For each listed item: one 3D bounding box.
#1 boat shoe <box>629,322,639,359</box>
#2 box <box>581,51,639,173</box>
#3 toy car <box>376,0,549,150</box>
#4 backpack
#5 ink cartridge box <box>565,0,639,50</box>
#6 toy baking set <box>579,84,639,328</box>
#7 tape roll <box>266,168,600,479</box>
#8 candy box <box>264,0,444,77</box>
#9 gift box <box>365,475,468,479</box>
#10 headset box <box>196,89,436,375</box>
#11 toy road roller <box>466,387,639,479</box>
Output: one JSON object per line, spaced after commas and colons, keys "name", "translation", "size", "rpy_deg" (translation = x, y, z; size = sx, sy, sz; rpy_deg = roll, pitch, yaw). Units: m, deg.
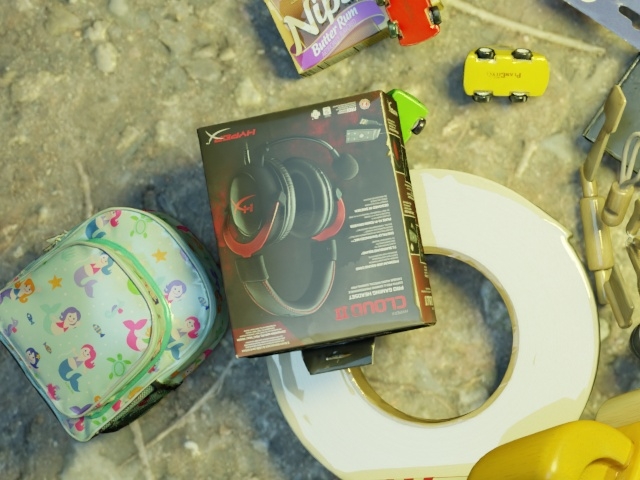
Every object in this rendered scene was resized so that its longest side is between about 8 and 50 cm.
{"name": "boat shoe", "translation": [0.488, 0.092, 1.886], "size": [0.301, 0.102, 0.108], "rpy_deg": [-11, 78, -10]}
{"name": "box", "translation": [0.425, -0.140, 1.931], "size": [0.191, 0.045, 0.184], "rpy_deg": [37, 93, 11]}
{"name": "toy car", "translation": [0.114, -0.183, 1.975], "size": [0.239, 0.053, 0.225], "rpy_deg": [33, 109, -13]}
{"name": "backpack", "translation": [-0.241, 0.084, 1.998], "size": [0.253, 0.191, 0.225], "rpy_deg": [-37, 81, 3]}
{"name": "ink cartridge box", "translation": [0.406, -0.314, 1.910], "size": [0.223, 0.045, 0.224], "rpy_deg": [35, 80, 11]}
{"name": "toy baking set", "translation": [0.334, -0.034, 1.881], "size": [0.030, 0.197, 0.256], "rpy_deg": [-7, 83, -15]}
{"name": "tape roll", "translation": [0.130, 0.110, 1.972], "size": [0.392, 0.072, 0.392], "rpy_deg": [0, 89, 12]}
{"name": "candy box", "translation": [0.037, -0.281, 2.010], "size": [0.187, 0.053, 0.109], "rpy_deg": [-25, 84, 9]}
{"name": "gift box", "translation": [0.093, 0.419, 1.872], "size": [0.255, 0.258, 0.276], "rpy_deg": [0, 121, 14]}
{"name": "headset box", "translation": [0.000, 0.000, 1.909], "size": [0.218, 0.110, 0.293], "rpy_deg": [-10, 86, 11]}
{"name": "toy road roller", "translation": [0.295, 0.246, 1.769], "size": [0.240, 0.329, 0.202], "rpy_deg": [41, 141, -18]}
